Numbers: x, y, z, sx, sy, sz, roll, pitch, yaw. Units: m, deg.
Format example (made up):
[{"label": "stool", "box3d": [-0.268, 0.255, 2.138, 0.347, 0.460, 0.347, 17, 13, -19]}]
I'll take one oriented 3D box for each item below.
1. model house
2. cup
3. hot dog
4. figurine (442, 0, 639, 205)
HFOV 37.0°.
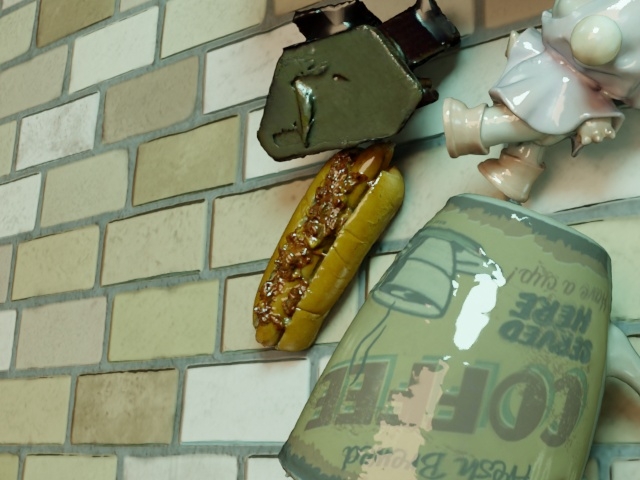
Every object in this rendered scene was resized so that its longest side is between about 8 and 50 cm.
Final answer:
[{"label": "model house", "box3d": [0.047, -0.171, 0.961, 0.203, 0.164, 0.141, -1, 112, 36]}, {"label": "cup", "box3d": [0.153, 0.118, 0.736, 0.301, 0.227, 0.257, 24, 88, 13]}, {"label": "hot dog", "box3d": [0.000, 0.000, 0.970, 0.102, 0.076, 0.249, 44, 106, 43]}, {"label": "figurine", "box3d": [0.225, -0.148, 0.789, 0.133, 0.200, 0.276, 44, 113, -4]}]
